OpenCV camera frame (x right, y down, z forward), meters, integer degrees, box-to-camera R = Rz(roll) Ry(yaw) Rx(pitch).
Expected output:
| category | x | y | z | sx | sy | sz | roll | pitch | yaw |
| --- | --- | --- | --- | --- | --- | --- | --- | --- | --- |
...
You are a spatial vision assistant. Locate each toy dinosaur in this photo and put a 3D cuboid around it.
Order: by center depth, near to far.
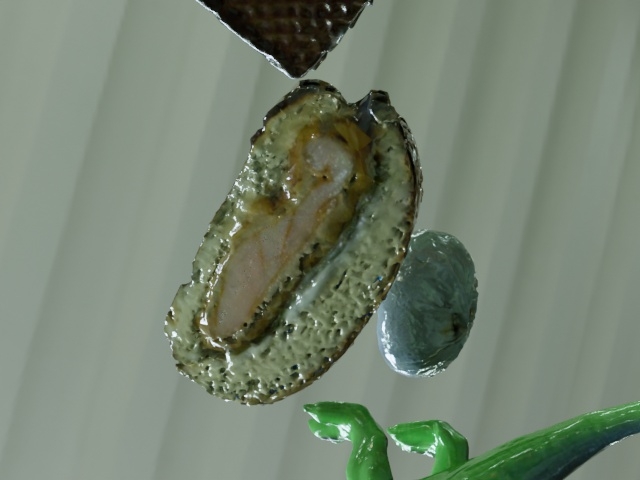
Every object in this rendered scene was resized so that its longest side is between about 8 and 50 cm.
| category | x | y | z | sx | sy | sz | roll | pitch | yaw |
| --- | --- | --- | --- | --- | --- | --- | --- | --- | --- |
| toy dinosaur | 0.096 | 0.301 | 1.006 | 0.144 | 0.500 | 0.374 | 36 | -123 | -41 |

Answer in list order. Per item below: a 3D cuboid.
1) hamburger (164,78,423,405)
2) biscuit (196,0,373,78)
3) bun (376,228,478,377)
| category | x | y | z | sx | sy | sz | roll | pitch | yaw |
| --- | --- | --- | --- | --- | --- | --- | --- | --- | --- |
| hamburger | 0.004 | -0.006 | 0.586 | 0.176 | 0.087 | 0.102 | -65 | -11 | 28 |
| biscuit | -0.121 | -0.258 | 0.718 | 0.388 | 0.107 | 0.073 | 38 | -149 | -11 |
| bun | 0.105 | 0.060 | 1.144 | 0.141 | 0.083 | 0.141 | 9 | -90 | -69 |
